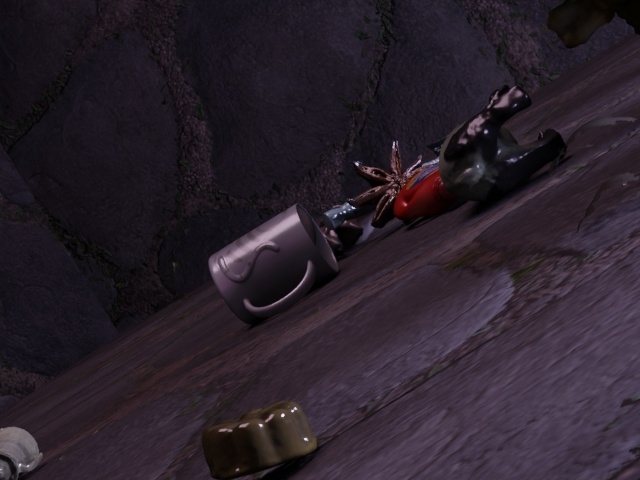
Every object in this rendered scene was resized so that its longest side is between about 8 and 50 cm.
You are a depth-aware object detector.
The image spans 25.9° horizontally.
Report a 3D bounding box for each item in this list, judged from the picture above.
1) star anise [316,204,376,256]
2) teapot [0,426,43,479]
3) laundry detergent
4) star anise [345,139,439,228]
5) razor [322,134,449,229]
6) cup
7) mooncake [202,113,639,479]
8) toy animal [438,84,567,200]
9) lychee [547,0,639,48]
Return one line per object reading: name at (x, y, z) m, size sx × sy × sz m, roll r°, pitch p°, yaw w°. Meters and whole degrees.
star anise at (0.000, 0.000, 1.932) m, size 0.182 × 0.065 × 0.195 m, roll -28°, pitch 6°, yaw 46°
teapot at (-0.339, 0.242, 1.514) m, size 0.067 × 0.057 × 0.083 m, roll -2°, pitch 12°, yaw 5°
laundry detergent at (0.134, -0.056, 1.653) m, size 0.097 × 0.049 × 0.165 m, roll -39°, pitch 4°, yaw -3°
star anise at (0.099, -0.066, 1.800) m, size 0.141 × 0.141 × 0.042 m, roll -32°, pitch -41°, yaw -8°
razor at (0.103, -0.074, 1.873) m, size 0.232 × 0.068 × 0.106 m, roll -26°, pitch 0°, yaw -25°
cup at (-0.058, 0.030, 1.659) m, size 0.133 × 0.099 × 0.136 m, roll -30°, pitch 2°, yaw 10°
mooncake at (0.074, 0.032, 0.794) m, size 0.150 × 0.057 × 0.347 m, roll -13°, pitch 20°, yaw 37°
toy animal at (0.178, -0.091, 1.437) m, size 0.121 × 0.094 × 0.225 m, roll -40°, pitch 3°, yaw 6°
lychee at (0.364, -0.298, 1.313) m, size 0.320 × 0.270 × 0.270 m, roll -47°, pitch 11°, yaw -33°
